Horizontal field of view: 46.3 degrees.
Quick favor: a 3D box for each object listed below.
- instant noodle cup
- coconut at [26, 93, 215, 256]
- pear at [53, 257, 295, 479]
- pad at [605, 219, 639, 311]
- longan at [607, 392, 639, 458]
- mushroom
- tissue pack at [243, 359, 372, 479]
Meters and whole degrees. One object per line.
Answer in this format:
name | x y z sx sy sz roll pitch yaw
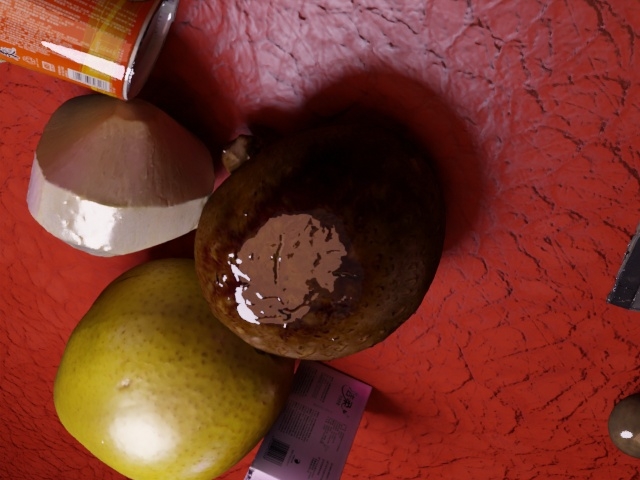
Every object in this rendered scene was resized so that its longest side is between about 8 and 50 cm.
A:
instant noodle cup | -0.282 -0.278 0.921 0.174 0.213 0.213 25 135 -8
coconut | -0.277 -0.095 1.051 0.259 0.259 0.259 13 133 14
pear | -0.236 0.212 1.215 0.418 0.362 0.362 -14 122 29
pad | 0.481 0.023 0.947 0.174 0.022 0.233 14 135 13
longan | 0.489 0.277 1.121 0.106 0.106 0.119 -21 157 37
mushroom | 0.000 0.012 0.998 0.345 0.239 0.345 12 128 15
tissue pack | -0.017 0.342 1.301 0.149 0.246 0.092 24 135 4
